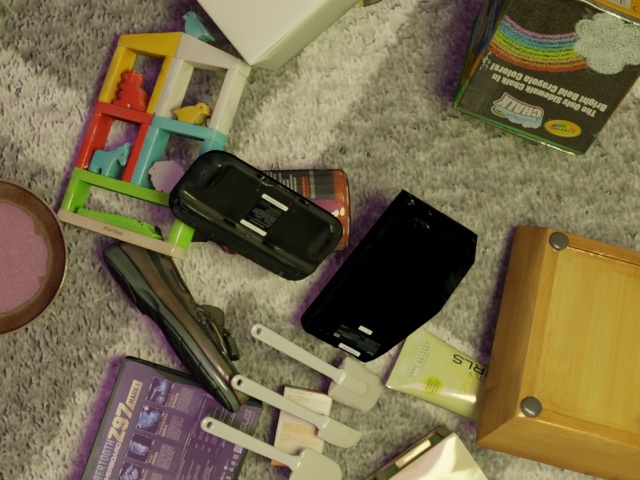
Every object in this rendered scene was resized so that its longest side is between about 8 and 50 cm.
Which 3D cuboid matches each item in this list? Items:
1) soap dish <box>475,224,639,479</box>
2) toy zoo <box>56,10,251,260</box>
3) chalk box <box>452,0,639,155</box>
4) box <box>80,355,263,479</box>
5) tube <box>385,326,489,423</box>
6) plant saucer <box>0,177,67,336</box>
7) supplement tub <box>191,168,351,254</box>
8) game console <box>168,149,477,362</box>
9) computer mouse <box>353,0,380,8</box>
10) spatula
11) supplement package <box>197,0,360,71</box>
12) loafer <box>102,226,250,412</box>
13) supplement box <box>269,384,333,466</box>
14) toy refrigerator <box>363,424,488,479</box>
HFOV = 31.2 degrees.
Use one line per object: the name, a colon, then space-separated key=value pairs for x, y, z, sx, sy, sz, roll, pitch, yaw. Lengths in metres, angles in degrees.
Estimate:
soap dish: x=0.329 y=0.132 z=1.387 sx=0.228 sy=0.118 sz=0.291 roll=15 pitch=69 yaw=-2
toy zoo: x=-0.199 y=-0.139 z=1.399 sx=0.192 sy=0.030 sz=0.293 roll=15 pitch=85 yaw=29
chalk box: x=0.280 y=-0.238 z=1.386 sx=0.180 sy=0.289 sz=0.179 roll=21 pitch=53 yaw=-4
box: x=-0.193 y=0.279 z=1.407 sx=0.183 sy=0.059 sz=0.233 roll=19 pitch=86 yaw=-3
tube: x=0.205 y=0.197 z=1.438 sx=0.240 sy=0.070 sz=0.062 roll=27 pitch=117 yaw=1
plant saucer: x=-0.411 y=0.021 z=1.421 sx=0.198 sy=0.036 sz=0.199 roll=0 pitch=87 yaw=-4
supplement tub: x=-0.064 y=-0.036 z=1.411 sx=0.197 sy=0.106 sz=0.106 roll=-1 pitch=87 yaw=-4
game console: x=0.000 y=0.000 z=1.352 sx=0.361 sy=0.044 sz=0.213 roll=30 pitch=111 yaw=-22
computer mouse: x=0.045 y=-0.397 z=1.474 sx=0.106 sy=0.042 sz=0.193 roll=-22 pitch=94 yaw=0
spatula: x=-0.028 y=0.199 z=1.371 sx=0.242 sy=0.019 sz=0.168 roll=33 pitch=80 yaw=-38
supplement package: x=-0.096 y=-0.371 z=1.378 sx=0.175 sy=0.177 sz=0.293 roll=-39 pitch=89 yaw=9
loafer: x=-0.158 y=0.086 z=1.381 sx=0.084 sy=0.096 sz=0.267 roll=-36 pitch=69 yaw=-19
supplement box: x=-0.024 y=0.235 z=1.432 sx=0.062 sy=0.036 sz=0.099 roll=12 pitch=87 yaw=-4
toy refrigerator: x=0.069 y=0.338 z=1.400 sx=0.269 sy=0.102 sz=0.094 roll=-35 pitch=89 yaw=-4
